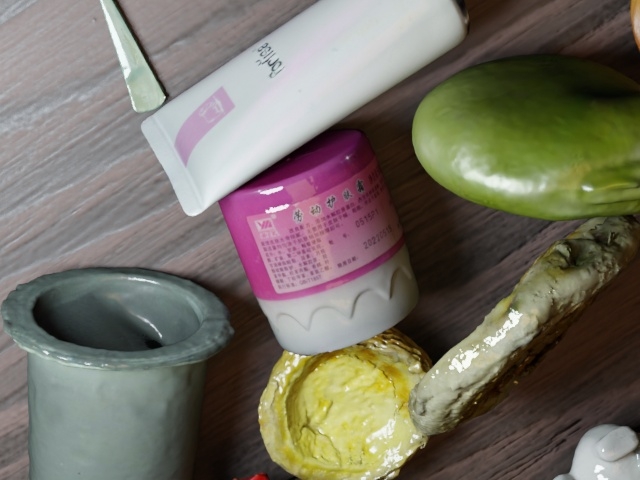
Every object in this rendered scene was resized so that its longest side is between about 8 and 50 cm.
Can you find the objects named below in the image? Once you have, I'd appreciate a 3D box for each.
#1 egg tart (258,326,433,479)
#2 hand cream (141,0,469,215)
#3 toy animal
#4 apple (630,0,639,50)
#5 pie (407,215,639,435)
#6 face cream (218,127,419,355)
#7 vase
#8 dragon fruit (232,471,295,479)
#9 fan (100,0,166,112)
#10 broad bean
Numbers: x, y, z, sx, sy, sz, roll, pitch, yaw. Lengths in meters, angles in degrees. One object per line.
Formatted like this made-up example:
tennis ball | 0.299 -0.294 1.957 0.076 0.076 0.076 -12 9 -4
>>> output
egg tart | 0.032 0.181 1.541 0.213 0.090 0.212 -1 106 -3
hand cream | -0.017 -0.173 1.407 0.359 0.185 0.118 -33 135 0
toy animal | 0.431 0.263 1.570 0.325 0.154 0.208 -33 85 -16
apple | 0.462 -0.230 1.364 0.286 0.286 0.233 -23 124 2
pie | 0.217 0.089 1.420 0.077 0.339 0.339 44 99 10
face cream | 0.000 0.000 1.442 0.175 0.175 0.194 -21 105 2
vase | -0.230 0.203 1.461 0.245 0.245 0.291 6 111 -6
dragon fruit | -0.038 0.334 1.498 0.189 0.261 0.163 -13 96 -2
fan | -0.215 -0.229 1.442 0.038 0.016 0.193 -21 107 -1
broad bean | 0.238 -0.107 1.394 0.291 0.238 0.119 12 132 24
